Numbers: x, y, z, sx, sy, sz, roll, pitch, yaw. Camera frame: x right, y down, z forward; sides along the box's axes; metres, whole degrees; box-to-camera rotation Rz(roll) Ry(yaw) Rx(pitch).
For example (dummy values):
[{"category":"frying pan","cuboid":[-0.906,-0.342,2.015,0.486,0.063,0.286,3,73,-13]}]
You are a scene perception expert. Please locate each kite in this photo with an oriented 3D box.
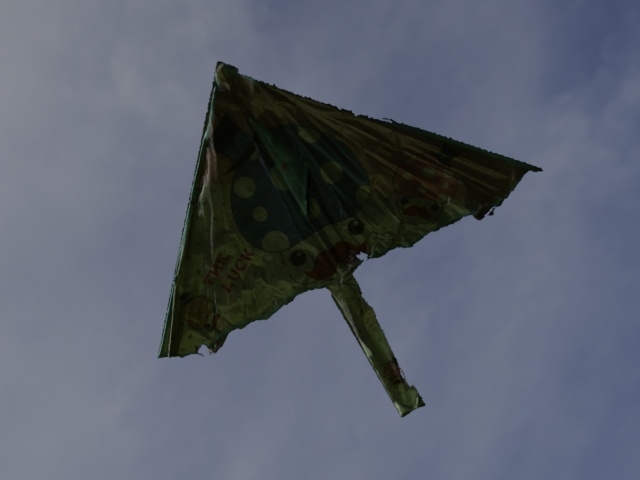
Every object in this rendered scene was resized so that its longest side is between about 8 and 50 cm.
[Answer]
[{"category":"kite","cuboid":[0.000,0.000,0.932,0.406,0.014,0.368,-27,-83,17]}]
